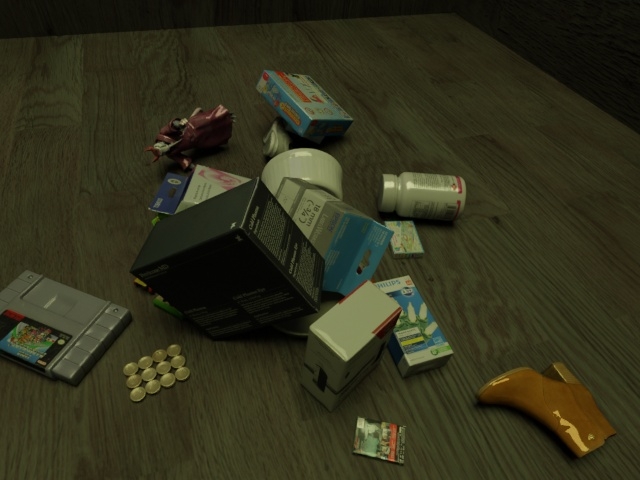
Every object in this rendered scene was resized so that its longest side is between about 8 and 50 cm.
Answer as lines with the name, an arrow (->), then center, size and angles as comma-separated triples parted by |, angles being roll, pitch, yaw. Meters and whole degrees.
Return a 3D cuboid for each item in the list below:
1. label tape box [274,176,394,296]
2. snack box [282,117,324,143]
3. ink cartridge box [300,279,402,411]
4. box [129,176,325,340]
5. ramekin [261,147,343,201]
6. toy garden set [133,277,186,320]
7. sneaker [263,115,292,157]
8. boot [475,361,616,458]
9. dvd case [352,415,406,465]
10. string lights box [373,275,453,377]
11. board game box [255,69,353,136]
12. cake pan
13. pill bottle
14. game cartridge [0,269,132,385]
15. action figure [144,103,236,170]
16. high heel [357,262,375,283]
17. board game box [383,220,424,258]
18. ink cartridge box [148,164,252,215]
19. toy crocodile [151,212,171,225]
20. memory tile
label tape box -> 0.000, 0.000, 1.225 | 0.333, 0.241, 0.105 | 31, 17, 24
snack box -> -0.077, -0.526, 1.891 | 0.174, 0.070, 0.207 | 16, 40, -30
ink cartridge box -> 0.066, 0.256, 1.042 | 0.114, 0.273, 0.197 | 39, 54, 24
box -> -0.213, 0.062, 1.084 | 0.343, 0.313, 0.179 | -19, 40, 24
ramekin -> -0.056, -0.154, 1.440 | 0.276, 0.277, 0.135 | -1, 53, -6
toy garden set -> -0.410, 0.097, 1.307 | 0.203, 0.049, 0.244 | 23, 48, 17
sneaker -> -0.170, -0.414, 1.822 | 0.115, 0.105, 0.281 | 27, 38, -22
boot -> 0.545, 0.414, 1.048 | 0.294, 0.104, 0.211 | -7, 46, -18
dvd case -> 0.138, 0.466, 1.022 | 0.119, 0.013, 0.087 | 11, 45, 4
string lights box -> 0.236, 0.231, 1.209 | 0.133, 0.077, 0.260 | -11, 51, -18
board game box -> -0.060, -0.562, 1.806 | 0.308, 0.086, 0.301 | 49, 36, 16
cake pan -> -0.047, 0.162, 1.274 | 0.292, 0.054, 0.293 | 3, 45, -3
pill bottle -> 0.353, -0.159, 1.553 | 0.282, 0.161, 0.161 | 5, 45, -1
game cartridge -> -0.719, 0.220, 1.153 | 0.354, 0.068, 0.230 | 17, 42, 11
action figure -> -0.511, -0.410, 1.658 | 0.275, 0.248, 0.370 | 35, 49, 27
high heel -> 0.074, 0.094, 1.362 | 0.117, 0.082, 0.244 | -40, 72, 12
board game box -> 0.282, -0.005, 1.489 | 0.103, 0.026, 0.154 | -1, 46, -7
ink cartridge box -> -0.354, -0.153, 1.427 | 0.329, 0.072, 0.324 | 14, 25, -15
toy crocodile -> -0.452, -0.011, 1.321 | 0.105, 0.115, 0.341 | -24, 36, -9
memory tile -> -0.413, 0.331, 1.103 | 0.147, 0.012, 0.113 | -21, 51, -23
